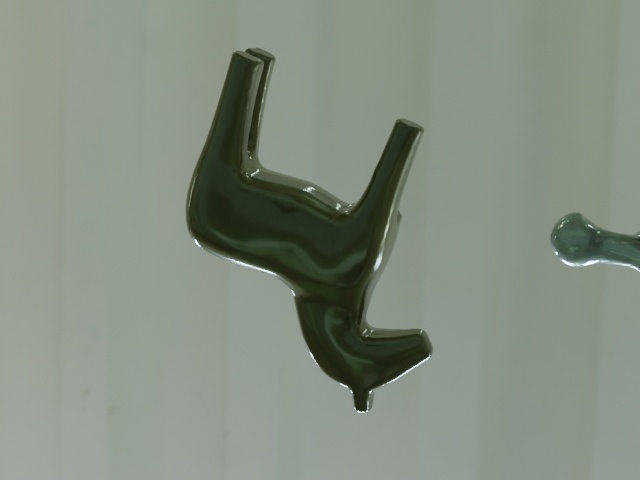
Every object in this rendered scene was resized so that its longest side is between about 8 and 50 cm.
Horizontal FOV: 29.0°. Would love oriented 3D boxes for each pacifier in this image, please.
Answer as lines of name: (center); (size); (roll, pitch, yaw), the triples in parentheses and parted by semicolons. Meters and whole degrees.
pacifier: (0.129, 0.006, 0.525); (0.064, 0.083, 0.068); (11, -45, 13)

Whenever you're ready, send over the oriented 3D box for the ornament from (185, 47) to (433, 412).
ornament: (0.000, 0.000, 0.984); (0.230, 0.061, 0.245); (22, -71, 10)
